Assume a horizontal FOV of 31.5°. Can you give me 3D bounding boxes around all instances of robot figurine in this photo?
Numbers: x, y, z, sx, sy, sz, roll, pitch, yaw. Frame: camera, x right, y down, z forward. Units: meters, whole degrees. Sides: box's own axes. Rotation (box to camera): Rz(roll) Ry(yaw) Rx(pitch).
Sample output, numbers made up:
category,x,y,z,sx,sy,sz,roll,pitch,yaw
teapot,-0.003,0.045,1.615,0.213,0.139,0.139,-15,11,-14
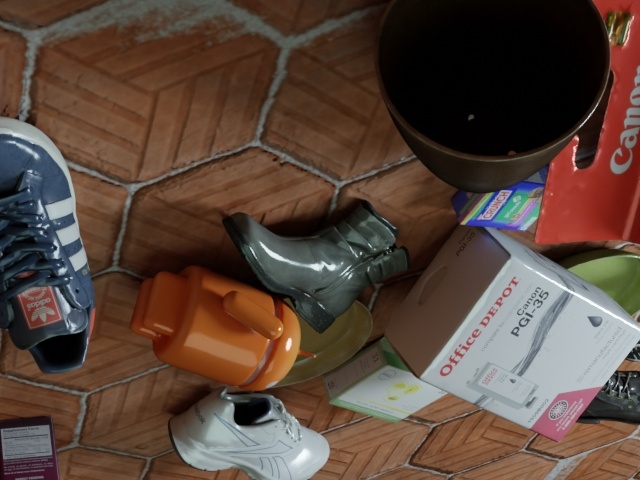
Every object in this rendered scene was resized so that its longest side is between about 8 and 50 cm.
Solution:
category,x,y,z,sx,sy,sz,roll,pitch,yaw
robot figurine,-0.117,0.109,1.381,0.219,0.128,0.158,23,119,-24

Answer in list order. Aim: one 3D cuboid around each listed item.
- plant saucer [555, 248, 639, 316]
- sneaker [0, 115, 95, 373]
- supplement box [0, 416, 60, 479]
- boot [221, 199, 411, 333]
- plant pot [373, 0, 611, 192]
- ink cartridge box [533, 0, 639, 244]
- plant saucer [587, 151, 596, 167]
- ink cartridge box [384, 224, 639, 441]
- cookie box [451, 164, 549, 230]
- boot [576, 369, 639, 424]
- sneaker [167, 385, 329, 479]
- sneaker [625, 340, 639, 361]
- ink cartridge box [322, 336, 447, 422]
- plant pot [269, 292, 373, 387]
category,x,y,z,sx,sy,sz,roll,pitch,yaw
plant saucer,0.382,0.082,1.678,0.241,0.037,0.241,-12,145,-9
sneaker,-0.302,0.020,1.176,0.131,0.148,0.350,-16,146,-3
supplement box,-0.405,0.352,1.566,0.081,0.188,0.104,-2,143,-21
boot,0.000,0.000,1.369,0.161,0.083,0.246,-40,137,5
plant pot,0.165,-0.137,1.145,0.215,0.215,0.230,-17,161,-1
ink cartridge box,0.451,-0.119,1.259,0.385,0.091,0.308,-1,115,-20
plant saucer,0.426,-0.100,1.425,0.200,0.037,0.200,-8,141,-7
ink cartridge box,0.258,0.124,1.514,0.283,0.117,0.207,27,105,-33
cookie box,0.232,-0.057,1.408,0.107,0.040,0.092,6,140,-30
boot,0.466,0.233,1.860,0.263,0.091,0.229,-14,148,26
sneaker,-0.084,0.298,1.717,0.297,0.111,0.129,20,125,-44
sneaker,0.556,0.189,1.910,0.109,0.040,0.043,-6,151,-13
ink cartridge box,0.144,0.186,1.706,0.235,0.056,0.171,-35,142,27
plant pot,-0.046,0.130,1.556,0.236,0.032,0.236,-13,146,-9
